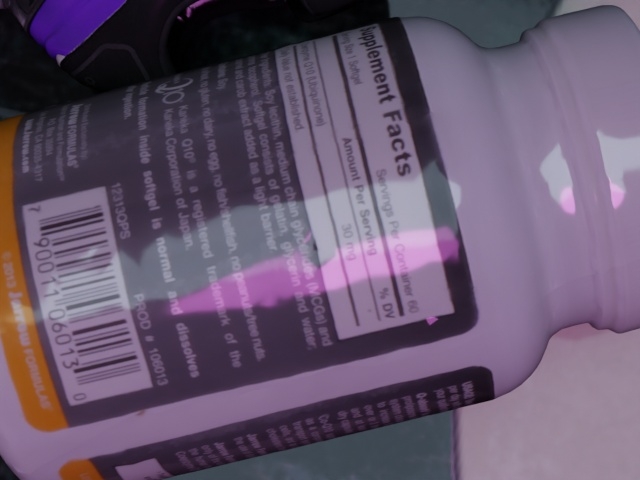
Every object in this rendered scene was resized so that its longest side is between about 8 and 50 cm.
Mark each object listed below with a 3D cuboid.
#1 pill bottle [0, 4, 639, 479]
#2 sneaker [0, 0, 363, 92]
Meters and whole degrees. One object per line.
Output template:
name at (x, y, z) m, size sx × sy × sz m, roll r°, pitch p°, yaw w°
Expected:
pill bottle at (0.000, 0.000, 0.567) m, size 0.278 × 0.162 × 0.162 m, roll -14°, pitch 84°, yaw 2°
sneaker at (-0.013, -0.176, 0.621) m, size 0.146 × 0.102 × 0.293 m, roll 43°, pitch 94°, yaw 2°
